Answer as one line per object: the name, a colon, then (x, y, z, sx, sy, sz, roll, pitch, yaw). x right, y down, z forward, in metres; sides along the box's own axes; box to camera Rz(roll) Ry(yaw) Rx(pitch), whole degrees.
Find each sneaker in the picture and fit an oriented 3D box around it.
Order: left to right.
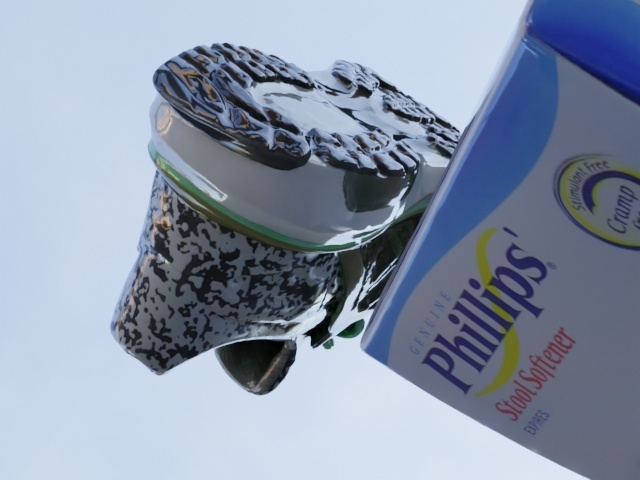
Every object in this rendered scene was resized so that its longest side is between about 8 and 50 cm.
sneaker: (0.000, 0.000, 1.037, 0.182, 0.158, 0.410, -58, -26, 15)

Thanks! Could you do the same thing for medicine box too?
medicine box: (0.162, -0.081, 0.734, 0.289, 0.149, 0.263, -60, -4, -29)
